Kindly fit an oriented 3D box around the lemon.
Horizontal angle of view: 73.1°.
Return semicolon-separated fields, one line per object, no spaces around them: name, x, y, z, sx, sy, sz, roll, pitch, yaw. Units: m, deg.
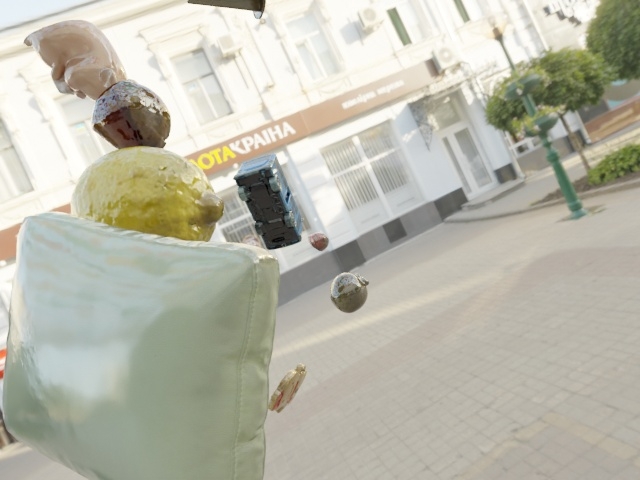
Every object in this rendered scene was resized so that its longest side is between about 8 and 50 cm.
lemon;-0.339;-0.064;0.859;0.319;0.246;0.245;3;10;18

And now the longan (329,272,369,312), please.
longan;0.080;0.136;1.167;0.119;0.106;0.106;-39;6;-22

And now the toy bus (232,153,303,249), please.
toy bus;-0.104;-0.082;0.925;0.089;0.185;0.106;-15;30;11

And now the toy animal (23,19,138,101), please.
toy animal;-0.716;-0.529;1.297;0.212;0.256;0.195;-29;12;6

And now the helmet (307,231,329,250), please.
helmet;0.000;-0.001;1.420;0.049;0.065;0.084;-32;-20;17

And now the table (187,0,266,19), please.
table;-0.290;-0.767;1.292;0.226;0.167;0.167;-6;-7;-23

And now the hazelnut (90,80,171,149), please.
hazelnut;-0.514;-0.319;1.163;0.208;0.208;0.208;-25;1;0

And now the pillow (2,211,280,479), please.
pillow;-0.188;0.110;0.416;0.321;0.256;0.119;7;5;28

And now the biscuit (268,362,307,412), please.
biscuit;-0.095;0.454;1.321;0.166;0.036;0.225;-59;-17;-9
